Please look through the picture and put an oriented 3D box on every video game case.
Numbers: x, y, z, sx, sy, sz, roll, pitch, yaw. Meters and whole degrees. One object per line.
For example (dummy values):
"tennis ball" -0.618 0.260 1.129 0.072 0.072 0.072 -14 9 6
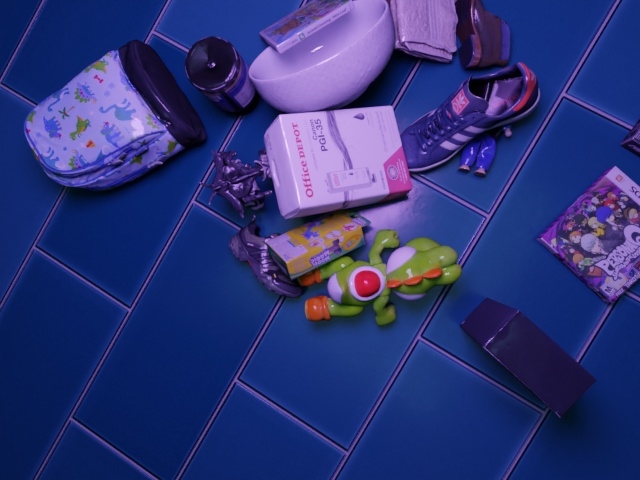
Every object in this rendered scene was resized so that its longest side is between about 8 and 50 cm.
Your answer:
"video game case" 0.654 -0.013 1.025 0.232 0.042 0.210 -45 82 4
"video game case" -0.041 -0.513 1.064 0.193 0.212 0.023 -31 126 1

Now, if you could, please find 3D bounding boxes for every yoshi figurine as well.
"yoshi figurine" 0.143 0.081 1.055 0.362 0.204 0.203 -13 46 21

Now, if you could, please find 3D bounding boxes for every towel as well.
"towel" 0.233 -0.559 1.045 0.187 0.049 0.282 -5 87 -34

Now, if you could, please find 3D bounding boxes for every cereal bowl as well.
"cereal bowl" 0.016 -0.392 1.020 0.338 0.339 0.141 -28 127 6

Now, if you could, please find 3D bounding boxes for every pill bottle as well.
"pill bottle" -0.218 -0.372 1.067 0.122 0.219 0.123 0 88 7

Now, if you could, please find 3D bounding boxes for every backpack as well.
"backpack" -0.517 -0.276 1.110 0.355 0.273 0.290 -30 91 18

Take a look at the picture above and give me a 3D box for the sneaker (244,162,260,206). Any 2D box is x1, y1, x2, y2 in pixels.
"sneaker" -0.175 -0.141 1.149 0.043 0.040 0.109 -3 92 -7

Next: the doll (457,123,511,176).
"doll" 0.378 -0.252 1.068 0.129 0.046 0.189 18 90 16

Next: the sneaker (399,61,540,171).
"sneaker" 0.298 -0.275 1.000 0.350 0.148 0.131 -29 71 19

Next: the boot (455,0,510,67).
"boot" 0.384 -0.508 1.076 0.106 0.082 0.219 1 84 -14

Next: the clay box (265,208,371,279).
"clay box" 0.000 0.000 1.044 0.222 0.127 0.053 -24 121 -18

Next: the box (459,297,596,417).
"box" 0.409 0.224 0.940 0.184 0.261 0.103 40 94 7

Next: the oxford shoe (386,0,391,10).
"oxford shoe" 0.128 -0.732 1.082 0.132 0.130 0.364 -27 91 -8

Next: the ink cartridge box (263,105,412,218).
"ink cartridge box" 0.039 -0.175 1.017 0.282 0.117 0.207 -12 87 -23

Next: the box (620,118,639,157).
"box" 0.846 -0.265 0.997 0.216 0.060 0.270 37 93 7

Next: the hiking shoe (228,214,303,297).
"hiking shoe" -0.117 0.041 1.107 0.227 0.086 0.114 41 97 8

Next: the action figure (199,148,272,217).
"action figure" -0.164 -0.152 1.064 0.275 0.141 0.164 -28 97 -30
